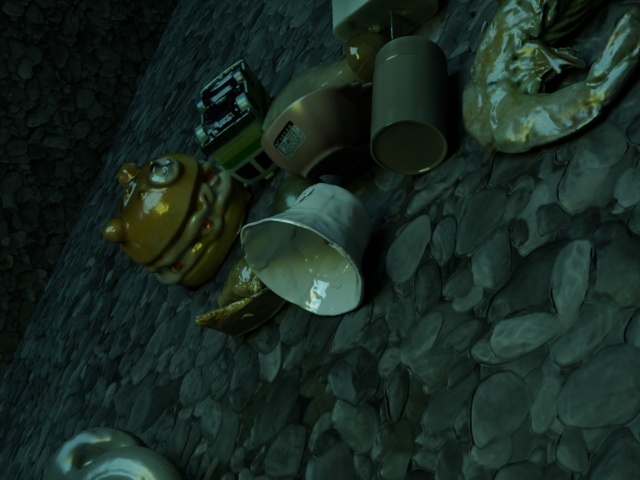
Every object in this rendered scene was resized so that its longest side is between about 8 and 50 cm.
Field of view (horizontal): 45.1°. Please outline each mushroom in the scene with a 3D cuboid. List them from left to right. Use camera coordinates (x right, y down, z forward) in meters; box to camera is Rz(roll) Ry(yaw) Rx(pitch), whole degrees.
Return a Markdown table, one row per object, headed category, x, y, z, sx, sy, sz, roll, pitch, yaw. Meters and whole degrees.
| category | x | y | z | sx | sy | sz | roll | pitch | yaw |
| --- | --- | --- | --- | --- | --- | --- | --- | --- | --- |
| mushroom | 0.007 | -0.246 | 1.339 | 0.350 | 0.128 | 0.128 | -26 | 41 | 49 |

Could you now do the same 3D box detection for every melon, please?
| category | x | y | z | sx | sy | sz | roll | pitch | yaw |
| --- | --- | --- | --- | --- | --- | --- | --- | --- | --- |
| melon | -0.102 | 0.099 | 1.232 | 0.182 | 0.098 | 0.054 | -27 | 65 | 25 |
| melon | -0.028 | -0.059 | 1.245 | 0.098 | 0.098 | 0.131 | -51 | 21 | 17 |

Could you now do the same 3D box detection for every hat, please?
| category | x | y | z | sx | sy | sz | roll | pitch | yaw |
| --- | --- | --- | --- | --- | --- | --- | --- | --- | --- |
| hat | 0.000 | 0.000 | 1.084 | 0.203 | 0.203 | 0.126 | -20 | 27 | 53 |

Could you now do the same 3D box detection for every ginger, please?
| category | x | y | z | sx | sy | sz | roll | pitch | yaw |
| --- | --- | --- | --- | --- | --- | --- | --- | --- | --- |
| ginger | -0.133 | 0.066 | 1.338 | 0.165 | 0.067 | 0.096 | -33 | 38 | 50 |

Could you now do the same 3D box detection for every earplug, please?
| category | x | y | z | sx | sy | sz | roll | pitch | yaw |
| --- | --- | --- | --- | --- | --- | --- | --- | --- | --- |
| earplug | -0.306 | 0.406 | 1.196 | 0.325 | 0.175 | 0.214 | 18 | 84 | 54 |

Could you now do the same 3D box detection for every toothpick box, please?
| category | x | y | z | sx | sy | sz | roll | pitch | yaw |
| --- | --- | --- | --- | --- | --- | --- | --- | --- | --- |
| toothpick box | 0.127 | -0.194 | 1.097 | 0.111 | 0.111 | 0.181 | -35 | 36 | 40 |

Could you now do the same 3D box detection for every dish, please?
| category | x | y | z | sx | sy | sz | roll | pitch | yaw |
| --- | --- | --- | --- | --- | --- | --- | --- | --- | --- |
| dish | 0.018 | -0.158 | 1.199 | 0.213 | 0.213 | 0.090 | -34 | 75 | 41 |

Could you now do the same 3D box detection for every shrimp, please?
| category | x | y | z | sx | sy | sz | roll | pitch | yaw |
| --- | --- | --- | --- | --- | --- | --- | --- | --- | --- |
| shrimp | 0.300 | -0.249 | 0.899 | 0.360 | 0.085 | 0.247 | -51 | 36 | 24 |

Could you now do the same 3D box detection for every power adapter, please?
| category | x | y | z | sx | sy | sz | roll | pitch | yaw |
| --- | --- | --- | --- | --- | --- | --- | --- | --- | --- |
| power adapter | 0.109 | -0.429 | 1.325 | 0.187 | 0.124 | 0.255 | -24 | 63 | 52 |

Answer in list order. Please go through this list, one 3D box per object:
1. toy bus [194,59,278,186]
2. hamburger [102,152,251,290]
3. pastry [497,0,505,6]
| category | x | y | z | sx | sy | sz | roll | pitch | yaw |
| --- | --- | --- | --- | --- | --- | --- | --- | --- | --- |
| toy bus | -0.161 | -0.242 | 1.593 | 0.133 | 0.165 | 0.276 | -34 | 32 | 15 |
| hamburger | -0.304 | -0.059 | 1.581 | 0.276 | 0.237 | 0.276 | -40 | 35 | 35 |
| pastry | 0.282 | -0.374 | 1.075 | 0.109 | 0.057 | 0.097 | -63 | 21 | -12 |
